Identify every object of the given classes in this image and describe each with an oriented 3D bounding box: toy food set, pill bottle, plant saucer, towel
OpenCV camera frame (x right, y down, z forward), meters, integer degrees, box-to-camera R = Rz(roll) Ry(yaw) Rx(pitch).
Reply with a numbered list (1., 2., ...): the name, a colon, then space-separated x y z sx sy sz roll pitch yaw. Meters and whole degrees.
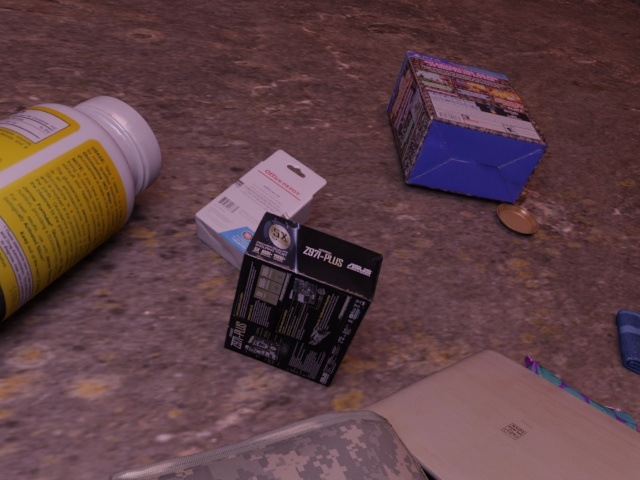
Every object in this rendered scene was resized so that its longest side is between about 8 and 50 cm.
1. toy food set: 0.201 0.241 0.606 0.219 0.093 0.306 -15 25 -32
2. pill bottle: -0.351 -0.048 0.679 0.187 0.188 0.334 28 42 9
3. plant saucer: 0.369 -0.038 1.067 0.083 0.015 0.084 11 43 -10
4. towel: 0.510 0.161 0.901 0.067 0.029 0.119 23 42 4

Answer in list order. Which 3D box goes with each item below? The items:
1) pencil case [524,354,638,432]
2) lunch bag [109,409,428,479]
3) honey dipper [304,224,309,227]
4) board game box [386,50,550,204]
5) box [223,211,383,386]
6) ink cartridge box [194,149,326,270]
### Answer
1. pencil case: 0.328 0.220 0.744 0.151 0.064 0.070 31 63 11
2. lunch bag: -0.004 0.282 0.455 0.286 0.169 0.235 -8 35 -25
3. honey dipper: 0.000 0.000 0.880 0.160 0.031 0.030 40 46 18
4. board game box: 0.277 -0.231 1.129 0.231 0.141 0.291 10 39 -10
5. box: -0.025 0.075 0.677 0.147 0.180 0.078 20 43 1
6. ink cartridge box: -0.084 -0.045 0.842 0.104 0.060 0.180 36 59 18
